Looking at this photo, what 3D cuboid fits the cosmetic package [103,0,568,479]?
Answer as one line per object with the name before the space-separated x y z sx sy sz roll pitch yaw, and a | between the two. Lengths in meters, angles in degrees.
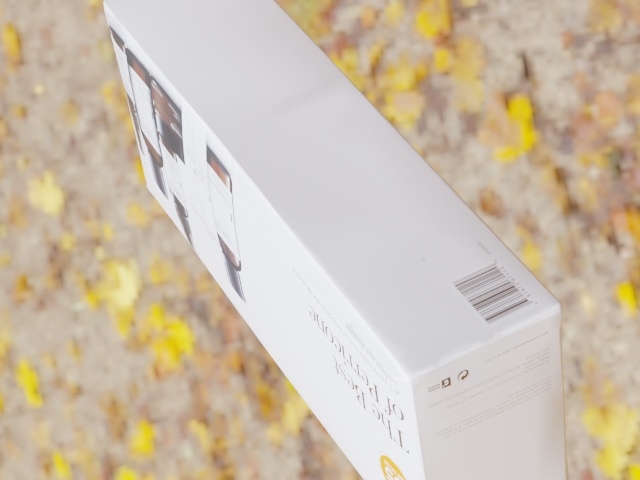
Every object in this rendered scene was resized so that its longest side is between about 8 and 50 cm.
cosmetic package | 0.000 0.000 0.696 0.239 0.060 0.099 50 160 44
